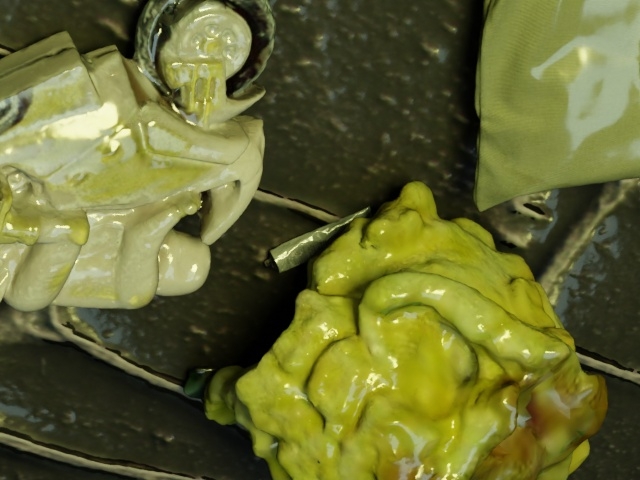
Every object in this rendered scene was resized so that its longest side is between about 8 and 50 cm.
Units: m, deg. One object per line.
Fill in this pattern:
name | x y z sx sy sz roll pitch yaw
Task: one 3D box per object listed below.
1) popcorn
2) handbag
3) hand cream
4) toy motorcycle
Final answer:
popcorn | 0.068 0.105 1.187 0.293 0.237 0.293 -15 138 -14
handbag | 0.260 -0.150 1.126 0.316 0.109 0.253 -8 124 -6
hand cream | 0.000 0.000 1.231 0.093 0.019 0.030 -23 130 -8
toy motorcycle | -0.164 -0.033 1.085 0.341 0.108 0.222 -27 126 -5
